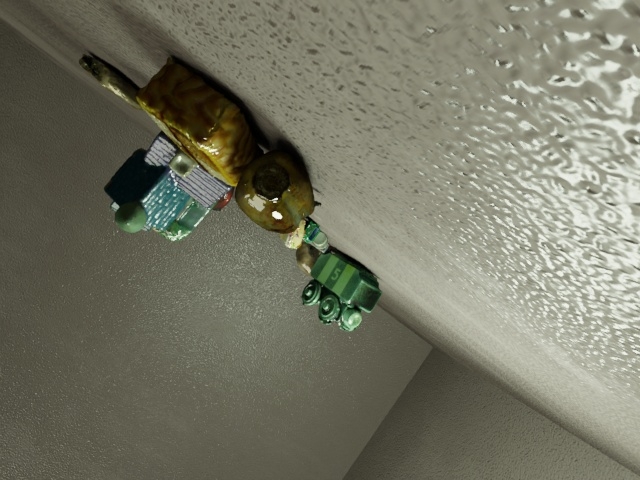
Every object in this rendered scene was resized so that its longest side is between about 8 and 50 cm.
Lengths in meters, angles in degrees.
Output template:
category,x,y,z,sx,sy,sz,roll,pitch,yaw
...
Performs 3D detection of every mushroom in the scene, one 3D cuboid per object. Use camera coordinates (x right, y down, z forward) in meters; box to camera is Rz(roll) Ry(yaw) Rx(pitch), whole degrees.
category,x,y,z,sx,sy,sz,roll,pitch,yaw
mushroom,-0.017,0.070,1.680,0.166,0.127,0.166,30,-147,-22

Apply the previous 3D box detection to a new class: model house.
category,x,y,z,sx,sy,sz,roll,pitch,yaw
model house,-0.363,-0.142,1.060,0.245,0.312,0.280,42,175,-22

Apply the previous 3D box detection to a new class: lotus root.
category,x,y,z,sx,sy,sz,roll,pitch,yaw
lotus root,-0.075,-0.079,0.724,0.123,0.124,0.241,34,175,8

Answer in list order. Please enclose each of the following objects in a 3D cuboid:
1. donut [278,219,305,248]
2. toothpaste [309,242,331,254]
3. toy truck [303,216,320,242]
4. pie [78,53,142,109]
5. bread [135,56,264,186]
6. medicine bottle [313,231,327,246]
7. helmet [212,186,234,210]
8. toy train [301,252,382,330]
category,x,y,z,sx,sy,sz,roll,pitch,yaw
donut,-0.092,-0.056,1.214,0.065,0.108,0.166,11,-161,-32
toothpaste,-0.041,-0.008,1.622,0.196,0.040,0.047,33,178,37
toy truck,-0.060,-0.042,1.301,0.079,0.065,0.147,37,176,-33
pie,-0.576,-0.441,1.204,0.218,0.052,0.185,36,-179,30
bread,-0.192,-0.184,0.693,0.181,0.096,0.222,37,173,10
medicine bottle,0.000,0.000,1.388,0.047,0.047,0.083,36,175,9
helmet,-0.379,-0.188,1.368,0.189,0.193,0.216,37,166,33
toy train,0.070,0.185,1.514,0.167,0.238,0.299,32,180,-40
